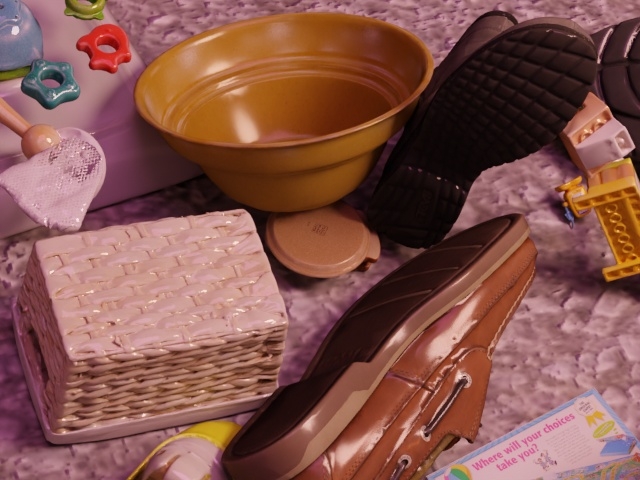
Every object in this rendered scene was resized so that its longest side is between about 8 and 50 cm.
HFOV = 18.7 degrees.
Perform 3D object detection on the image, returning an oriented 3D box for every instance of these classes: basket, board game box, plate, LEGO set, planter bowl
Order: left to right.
[{"bbox_3d":[-0.258,-0.124,1.448,0.278,0.045,0.277,-19,60,-26],"label":"plate"},{"bbox_3d":[-0.112,0.053,1.304,0.167,0.103,0.113,-9,56,-21],"label":"basket"},{"bbox_3d":[-0.022,-0.082,1.421,0.217,0.090,0.217,-5,31,3],"label":"planter bowl"},{"bbox_3d":[0.158,0.174,1.324,0.154,0.026,0.103,-23,61,-28],"label":"board game box"},{"bbox_3d":[0.262,-0.035,1.446,0.287,0.132,0.107,23,41,-24],"label":"LEGO set"}]

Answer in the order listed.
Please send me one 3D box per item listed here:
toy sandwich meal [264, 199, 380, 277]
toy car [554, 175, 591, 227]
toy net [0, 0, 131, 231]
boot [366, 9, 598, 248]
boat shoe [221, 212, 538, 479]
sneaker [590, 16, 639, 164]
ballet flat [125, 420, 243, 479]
[{"bbox_3d":[0.000,0.000,1.424,0.085,0.029,0.085,5,52,-6],"label":"toy sandwich meal"},{"bbox_3d":[0.167,-0.009,1.455,0.122,0.060,0.040,-27,94,-22],"label":"toy car"},{"bbox_3d":[-0.189,-0.092,1.384,0.122,0.045,0.232,-5,56,-19],"label":"toy net"},{"bbox_3d":[0.116,-0.117,1.399,0.083,0.246,0.161,30,47,-13],"label":"boot"},{"bbox_3d":[0.057,0.099,1.318,0.307,0.110,0.104,-42,105,-34],"label":"boat shoe"},{"bbox_3d":[0.348,-0.102,1.538,0.340,0.139,0.125,-1,72,9],"label":"sneaker"},{"bbox_3d":[-0.107,0.180,1.222,0.077,0.077,0.231,35,53,16],"label":"ballet flat"}]
